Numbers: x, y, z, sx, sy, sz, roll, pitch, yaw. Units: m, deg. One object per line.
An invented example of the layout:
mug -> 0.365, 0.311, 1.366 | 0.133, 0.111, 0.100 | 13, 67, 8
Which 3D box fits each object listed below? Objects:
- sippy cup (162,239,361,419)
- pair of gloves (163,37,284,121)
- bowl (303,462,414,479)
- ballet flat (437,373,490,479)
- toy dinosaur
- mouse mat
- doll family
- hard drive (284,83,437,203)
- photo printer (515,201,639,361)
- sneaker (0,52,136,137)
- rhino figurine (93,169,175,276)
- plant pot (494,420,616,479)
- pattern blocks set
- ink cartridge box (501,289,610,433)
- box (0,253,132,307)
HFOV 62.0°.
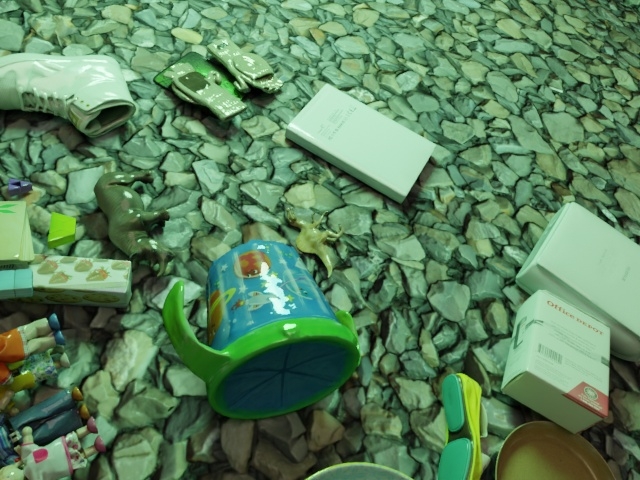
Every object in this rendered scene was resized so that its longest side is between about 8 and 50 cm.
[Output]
sippy cup -> -0.083, 0.128, 0.851 | 0.240, 0.305, 0.224 | -24, 51, 2
pair of gloves -> -0.221, -0.370, 1.233 | 0.204, 0.042, 0.240 | 33, 52, 11
bowl -> 0.039, 0.457, 0.695 | 0.290, 0.156, 0.289 | 8, 56, -12
ballet flat -> 0.247, 0.337, 0.892 | 0.077, 0.077, 0.231 | 26, 50, -19
toy dinosaur -> 0.000, 0.000, 1.064 | 0.093, 0.053, 0.183 | -29, 61, -14
mouse mat -> -0.271, -0.367, 1.245 | 0.190, 0.007, 0.152 | 33, 54, 5
doll family -> -0.427, 0.239, 0.749 | 0.163, 0.118, 0.262 | -20, 83, -33
hard drive -> 0.098, -0.233, 1.242 | 0.308, 0.040, 0.203 | 31, 54, 5
photo printer -> 0.602, 0.089, 1.135 | 0.307, 0.107, 0.256 | 39, 55, 11
sneaker -> -0.521, -0.280, 1.052 | 0.293, 0.108, 0.169 | -18, 61, -27
rhino figurine -> -0.333, -0.033, 0.965 | 0.106, 0.073, 0.243 | -16, 64, -29
plant pot -> 0.397, 0.428, 0.896 | 0.236, 0.032, 0.236 | 8, 56, -12
pattern blocks set -> -0.546, -0.012, 0.850 | 0.286, 0.026, 0.324 | 2, 34, -17
ink cartridge box -> 0.443, 0.219, 0.995 | 0.159, 0.092, 0.218 | 30, 47, 5
box -> -0.477, 0.062, 0.864 | 0.324, 0.067, 0.063 | 6, 56, -14
